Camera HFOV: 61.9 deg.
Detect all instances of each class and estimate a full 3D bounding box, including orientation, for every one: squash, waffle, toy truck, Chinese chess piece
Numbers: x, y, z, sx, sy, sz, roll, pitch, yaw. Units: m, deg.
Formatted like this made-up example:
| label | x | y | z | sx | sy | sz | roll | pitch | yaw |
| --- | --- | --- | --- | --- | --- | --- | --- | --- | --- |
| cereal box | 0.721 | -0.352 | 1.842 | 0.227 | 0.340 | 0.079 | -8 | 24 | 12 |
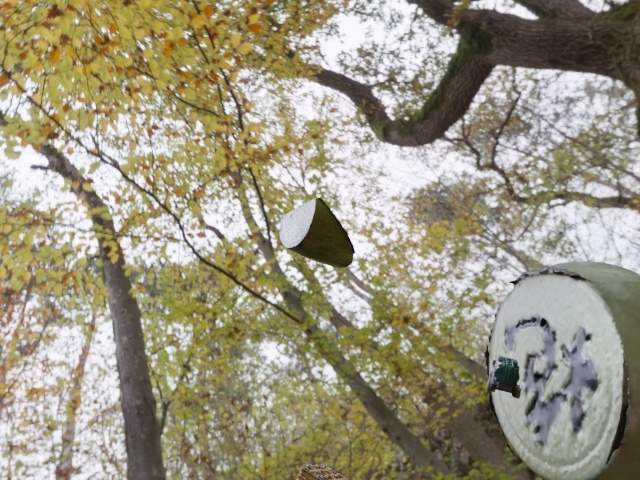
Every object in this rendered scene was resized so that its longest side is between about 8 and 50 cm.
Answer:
| label | x | y | z | sx | sy | sz | roll | pitch | yaw |
| --- | --- | --- | --- | --- | --- | --- | --- | --- | --- |
| squash | -0.017 | 0.012 | 1.220 | 0.085 | 0.192 | 0.184 | -44 | -79 | -30 |
| waffle | 0.030 | 0.548 | 1.179 | 0.102 | 0.148 | 0.042 | 30 | -100 | -51 |
| toy truck | 0.237 | 0.172 | 0.682 | 0.083 | 0.039 | 0.044 | 3 | -82 | -71 |
| Chinese chess piece | 0.399 | 0.204 | 0.820 | 0.147 | 0.349 | 0.348 | 5 | -67 | -13 |
